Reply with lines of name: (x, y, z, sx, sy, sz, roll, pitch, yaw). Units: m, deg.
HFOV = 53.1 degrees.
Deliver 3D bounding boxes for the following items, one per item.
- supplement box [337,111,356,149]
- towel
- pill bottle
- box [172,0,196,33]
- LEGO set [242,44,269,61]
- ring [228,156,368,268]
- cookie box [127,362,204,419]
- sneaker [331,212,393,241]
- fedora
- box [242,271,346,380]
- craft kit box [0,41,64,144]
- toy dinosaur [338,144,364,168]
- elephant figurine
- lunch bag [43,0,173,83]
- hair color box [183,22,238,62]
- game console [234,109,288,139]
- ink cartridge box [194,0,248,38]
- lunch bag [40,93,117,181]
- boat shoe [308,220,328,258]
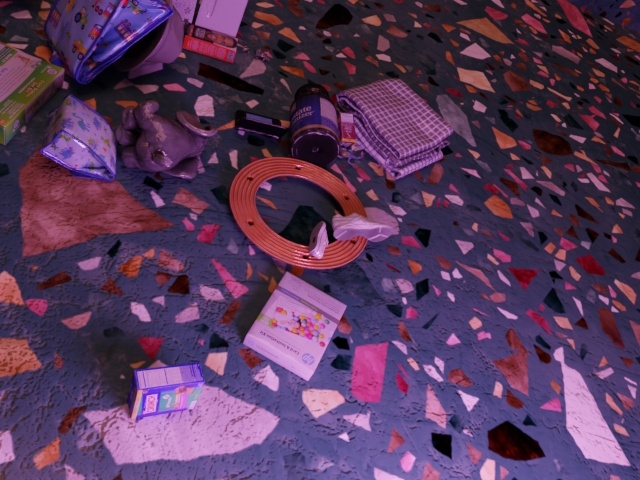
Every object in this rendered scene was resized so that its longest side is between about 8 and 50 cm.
supplement box: (0.061, -0.287, 1.686, 0.043, 0.055, 0.083, 2, 73, -25)
towel: (0.201, -0.320, 1.757, 0.235, 0.121, 0.284, -25, 65, -39)
pill bottle: (-0.018, -0.297, 1.628, 0.122, 0.123, 0.219, 11, 46, -17)
box: (-0.397, -0.716, 1.731, 0.142, 0.247, 0.163, 6, 49, -20)
LEGO set: (-0.182, -0.540, 1.837, 0.083, 0.023, 0.054, 11, 47, -17)
ring: (-0.048, -0.064, 1.467, 0.336, 0.032, 0.337, 14, 47, -15)
cookie box: (-0.252, 0.244, 1.041, 0.107, 0.092, 0.040, -2, 48, -27)
sneaker: (0.096, -0.035, 1.452, 0.152, 0.054, 0.061, 4, 47, -23)
fedora: (-0.428, -0.529, 1.603, 0.275, 0.244, 0.124, 52, 19, 28)
box: (-0.047, 0.163, 1.255, 0.145, 0.038, 0.186, 30, 45, 2)
craft kit box: (-0.722, -0.339, 1.368, 0.246, 0.061, 0.250, 21, 44, -4)
toy dinosaur: (0.072, -0.231, 1.673, 0.082, 0.047, 0.090, 0, 37, -50)
elephant figurine: (-0.307, -0.224, 1.410, 0.239, 0.169, 0.186, -5, 81, -49)
lunch bag: (-0.525, -0.513, 1.481, 0.221, 0.293, 0.138, 49, 8, 29)
hair color box: (-0.303, -0.544, 1.768, 0.141, 0.043, 0.072, 14, 45, -16)
game console: (-0.147, -0.301, 1.604, 0.122, 0.071, 0.107, 12, 47, -17)
ink cartridge box: (-0.265, -0.726, 1.835, 0.121, 0.211, 0.289, 16, 46, -15)
lunch bag: (-0.490, -0.205, 1.333, 0.151, 0.096, 0.129, 33, 35, -40)
boat shoe: (0.000, 0.000, 1.390, 0.035, 0.035, 0.100, 43, 34, -25)
